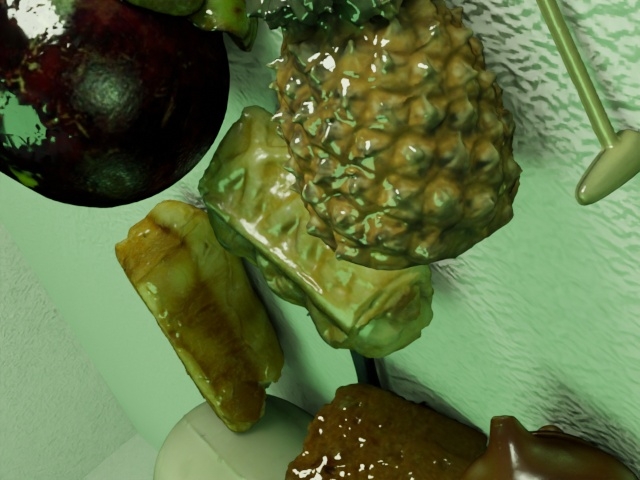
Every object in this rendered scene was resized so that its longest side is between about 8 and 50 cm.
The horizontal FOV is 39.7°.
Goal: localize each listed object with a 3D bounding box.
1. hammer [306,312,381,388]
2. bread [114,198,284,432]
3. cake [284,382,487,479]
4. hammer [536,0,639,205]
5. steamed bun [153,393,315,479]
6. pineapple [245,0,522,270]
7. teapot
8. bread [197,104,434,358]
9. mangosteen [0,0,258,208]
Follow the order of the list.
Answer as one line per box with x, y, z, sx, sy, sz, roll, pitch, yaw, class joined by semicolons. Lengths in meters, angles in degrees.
0.056;0.172;1.133;0.137;0.037;0.290;33;151;35;hammer
-0.160;0.108;1.301;0.195;0.149;0.344;39;158;53;bread
0.086;0.336;1.101;0.198;0.196;0.293;17;147;22;cake
0.139;-0.115;0.533;0.195;0.060;0.028;61;156;-13;hammer
-0.093;0.411;1.423;0.374;0.334;0.334;33;152;42;steamed bun
0.021;-0.154;0.571;0.169;0.169;0.340;16;131;54;pineapple
0.228;0.248;0.843;0.178;0.135;0.252;-16;135;35;teapot
0.000;0.000;0.865;0.267;0.130;0.152;41;147;21;bread
-0.207;-0.171;0.836;0.288;0.288;0.288;40;155;23;mangosteen
